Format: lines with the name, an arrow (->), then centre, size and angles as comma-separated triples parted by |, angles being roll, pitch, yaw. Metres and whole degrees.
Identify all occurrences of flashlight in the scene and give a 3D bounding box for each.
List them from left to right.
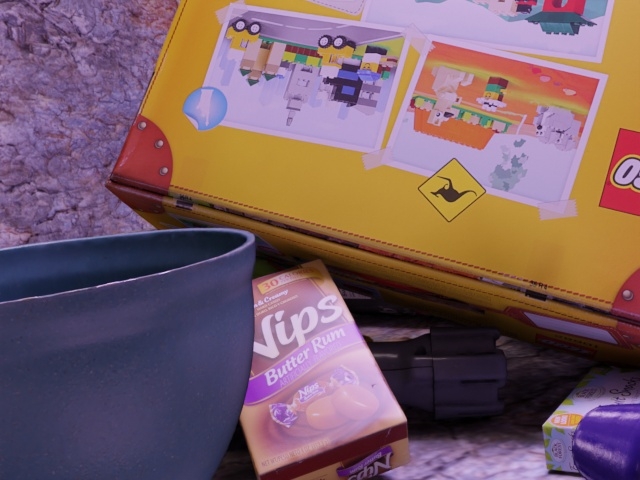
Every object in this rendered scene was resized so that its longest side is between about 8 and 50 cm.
flashlight -> 0.002, 0.120, 0.755 | 0.304, 0.103, 0.103 | -3, 33, 4

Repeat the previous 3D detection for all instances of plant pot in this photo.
plant pot -> -0.177, 0.110, 0.565 | 0.293, 0.196, 0.293 | -6, 8, 1

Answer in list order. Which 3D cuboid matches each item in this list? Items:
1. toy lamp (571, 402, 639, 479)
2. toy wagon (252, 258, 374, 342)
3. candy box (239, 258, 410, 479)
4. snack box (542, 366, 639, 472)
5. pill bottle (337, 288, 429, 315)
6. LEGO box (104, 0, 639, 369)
toy lamp -> 0.247, 0.139, 0.442 | 0.080, 0.080, 0.274 | -11, 11, -31
toy wagon -> -0.111, 0.074, 0.883 | 0.344, 0.068, 0.267 | 8, -19, -15
candy box -> -0.018, 0.101, 0.659 | 0.109, 0.053, 0.187 | -18, 40, -10
snack box -> 0.235, 0.132, 0.643 | 0.100, 0.037, 0.141 | -4, 8, 32
pill bottle -> 0.096, 0.018, 1.154 | 0.278, 0.162, 0.162 | -2, 9, 33
LEGO box -> 0.115, -0.129, 0.801 | 0.500, 0.373, 0.193 | 16, -12, 17
